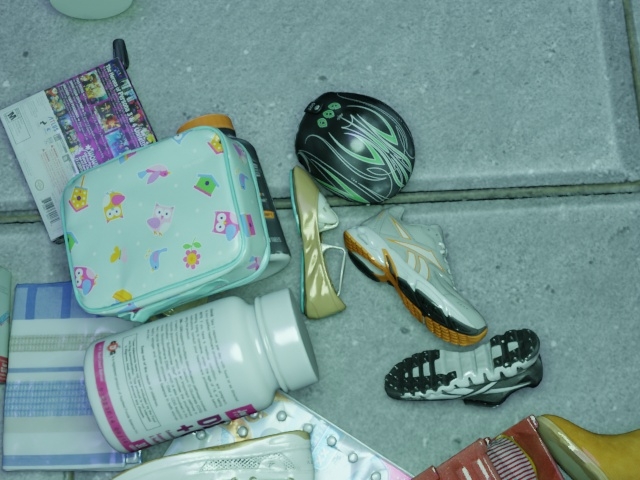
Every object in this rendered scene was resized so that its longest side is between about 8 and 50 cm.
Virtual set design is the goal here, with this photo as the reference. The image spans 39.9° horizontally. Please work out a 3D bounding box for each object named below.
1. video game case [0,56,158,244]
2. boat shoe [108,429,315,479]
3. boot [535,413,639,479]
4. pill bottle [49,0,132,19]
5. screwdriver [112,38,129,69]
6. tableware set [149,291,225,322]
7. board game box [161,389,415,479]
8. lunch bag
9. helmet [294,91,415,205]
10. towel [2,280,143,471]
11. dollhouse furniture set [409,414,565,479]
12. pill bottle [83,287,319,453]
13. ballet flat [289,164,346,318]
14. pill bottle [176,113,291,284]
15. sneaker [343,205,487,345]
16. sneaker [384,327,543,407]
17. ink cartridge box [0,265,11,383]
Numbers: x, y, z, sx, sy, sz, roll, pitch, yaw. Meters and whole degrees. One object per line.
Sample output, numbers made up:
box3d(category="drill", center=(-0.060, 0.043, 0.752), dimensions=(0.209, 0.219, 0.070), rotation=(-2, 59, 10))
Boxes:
box3d(category="video game case", center=(-0.362, -0.141, 1.373), dimensions=(0.210, 0.042, 0.232), rotation=(-26, 80, -3))
box3d(category="boat shoe", center=(-0.142, 0.325, 1.171), dimensions=(0.277, 0.098, 0.096), rotation=(-12, 74, -2))
box3d(category="boot", center=(0.461, 0.279, 1.217), dimensions=(0.295, 0.104, 0.211), rotation=(41, 75, 6))
box3d(category="pill bottle", center=(-0.379, -0.512, 1.418), dimensions=(0.162, 0.162, 0.278), rotation=(-9, 75, 0))
box3d(category="screwdriver", center=(-0.317, -0.245, 1.422), dimensions=(0.025, 0.024, 0.170), rotation=(-11, 81, 30))
box3d(category="tableware set", center=(-0.249, 0.043, 1.323), dimensions=(0.128, 0.039, 0.194), rotation=(-36, 82, -36))
box3d(category="board game box", center=(-0.077, 0.427, 1.219), dimensions=(0.390, 0.050, 0.390), rotation=(31, 78, 10))
box3d(category="lunch bag", center=(-0.214, -0.013, 1.200), dimensions=(0.279, 0.108, 0.224), rotation=(-19, 77, 18))
box3d(category="helmet", center=(0.059, -0.134, 1.310), dimensions=(0.161, 0.169, 0.169), rotation=(31, 78, 27))
box3d(category="towel", center=(-0.360, 0.198, 1.300), dimensions=(0.209, 0.034, 0.285), rotation=(-3, 73, 4))
box3d(category="dollhouse furniture set", center=(0.269, 0.428, 1.102), dimensions=(0.152, 0.201, 0.374), rotation=(-36, 74, 26))
box3d(category="pill bottle", center=(-0.155, 0.169, 1.182), dimensions=(0.283, 0.160, 0.160), rotation=(-19, 75, 3))
box3d(category="ballet flat", center=(0.000, 0.000, 1.314), dimensions=(0.073, 0.080, 0.232), rotation=(-6, 84, 7))
box3d(category="pill bottle", center=(-0.140, -0.062, 1.307), dimensions=(0.130, 0.130, 0.246), rotation=(-19, 75, -3))
box3d(category="sneaker", center=(0.154, 0.036, 1.264), dimensions=(0.121, 0.099, 0.262), rotation=(-38, 60, -16))
box3d(category="sneaker", center=(0.209, 0.200, 1.249), dimensions=(0.234, 0.106, 0.078), rotation=(-18, 38, 19))
box3d(category="ink cartridge box", center=(-0.534, 0.118, 1.277), dimensions=(0.128, 0.127, 0.176), rotation=(-3, 76, 3))
